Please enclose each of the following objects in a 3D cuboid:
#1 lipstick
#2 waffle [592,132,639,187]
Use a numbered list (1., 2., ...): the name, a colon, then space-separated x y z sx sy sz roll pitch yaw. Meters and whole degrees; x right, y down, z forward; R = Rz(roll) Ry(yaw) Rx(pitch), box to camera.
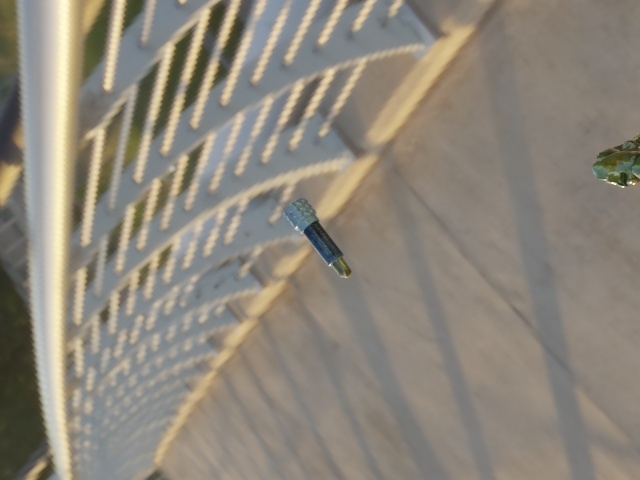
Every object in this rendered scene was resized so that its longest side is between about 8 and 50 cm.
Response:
1. lipstick: 0.000 0.000 1.676 0.116 0.037 0.037 52 164 16
2. waffle: 0.412 -0.102 1.454 0.204 0.223 0.054 -4 102 37
